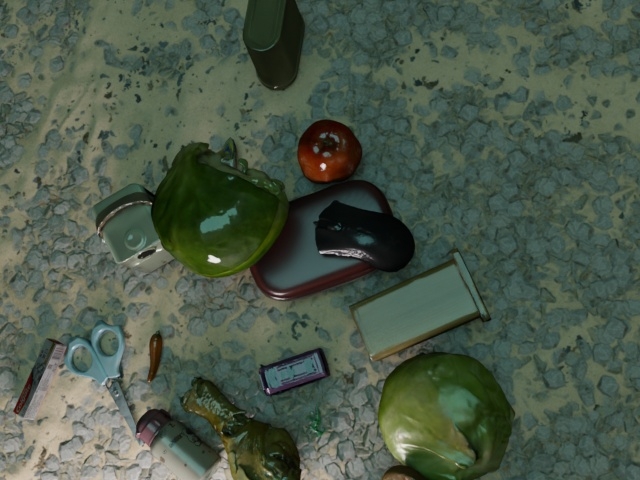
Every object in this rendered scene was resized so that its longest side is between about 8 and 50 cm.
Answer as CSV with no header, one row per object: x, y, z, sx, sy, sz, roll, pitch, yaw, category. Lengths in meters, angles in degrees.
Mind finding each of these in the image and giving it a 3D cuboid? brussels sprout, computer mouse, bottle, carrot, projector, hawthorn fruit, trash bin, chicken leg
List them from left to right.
-0.477,-0.028,1.860,0.163,0.242,0.177,-31,76,0,projector
-0.448,0.312,1.904,0.035,0.035,0.142,5,86,9,carrot
-0.372,0.529,1.817,0.233,0.110,0.110,37,87,13,bottle
-0.261,-0.072,1.727,0.315,0.275,0.371,-50,45,8,brussels sprout
-0.205,0.503,1.783,0.201,0.153,0.429,-45,69,-10,chicken leg
-0.124,-0.563,1.900,0.121,0.247,0.244,8,80,7,trash bin
0.020,-0.231,1.860,0.189,0.189,0.189,-1,80,8,hawthorn fruit
0.104,-0.015,1.750,0.264,0.088,0.147,12,79,11,computer mouse
0.296,0.407,1.683,0.327,0.247,0.328,1,94,20,brussels sprout

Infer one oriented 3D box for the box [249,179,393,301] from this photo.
0.000,0.000,1.855,0.403,0.108,0.263,-19,78,4,box

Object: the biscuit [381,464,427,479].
0.205,0.733,1.654,0.368,0.076,0.394,47,114,4,biscuit

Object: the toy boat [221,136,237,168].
-0.263,-0.184,1.946,0.084,0.066,0.211,6,81,7,toy boat

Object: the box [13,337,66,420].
-0.764,0.377,1.924,0.055,0.039,0.218,20,83,33,box

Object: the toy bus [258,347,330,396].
-0.072,0.337,1.813,0.178,0.098,0.087,-20,79,5,toy bus

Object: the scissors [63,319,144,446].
-0.558,0.394,1.908,0.191,0.029,0.360,-32,80,6,scissors

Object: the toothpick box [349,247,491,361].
0.246,0.172,1.763,0.308,0.190,0.188,-25,78,8,toothpick box

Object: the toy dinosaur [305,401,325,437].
-0.007,0.466,1.822,0.062,0.021,0.083,39,91,5,toy dinosaur
